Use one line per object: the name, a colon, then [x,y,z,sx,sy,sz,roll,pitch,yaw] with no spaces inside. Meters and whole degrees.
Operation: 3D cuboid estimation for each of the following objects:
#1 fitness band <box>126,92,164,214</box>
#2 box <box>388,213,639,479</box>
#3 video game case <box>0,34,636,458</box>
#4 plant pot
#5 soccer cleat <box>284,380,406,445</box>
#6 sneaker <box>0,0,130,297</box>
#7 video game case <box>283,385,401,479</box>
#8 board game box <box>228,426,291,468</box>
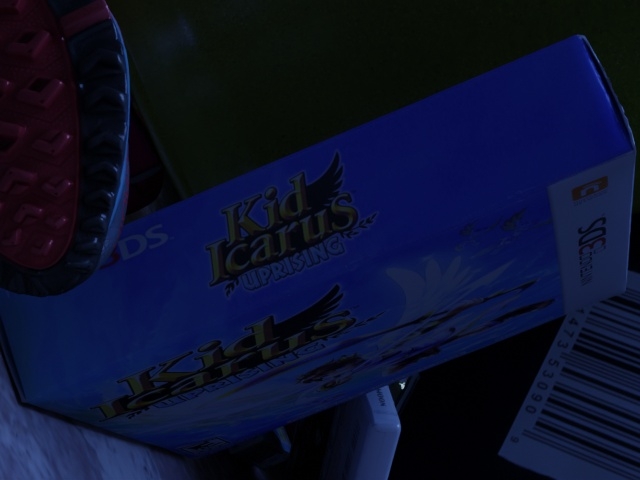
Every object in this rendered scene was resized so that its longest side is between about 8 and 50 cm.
fitness band: [-0.166,-0.146,0.838,0.209,0.054,0.291,-110,175,-48]
box: [0.279,0.194,1.109,0.297,0.480,0.472,20,-19,28]
video game case: [0.016,0.023,0.655,0.244,0.269,0.061,53,16,-70]
plant pot: [0.061,-0.134,0.852,0.366,0.353,0.367,155,-90,-90]
soccer cleat: [0.040,0.147,1.144,0.116,0.143,0.331,-110,174,-50]
sneaker: [-0.134,-0.090,0.578,0.125,0.104,0.262,61,6,-70]
video game case: [0.007,0.148,0.855,0.173,0.022,0.190,-107,-154,-63]
board game box: [-0.067,0.082,0.962,0.103,0.026,0.154,54,13,-71]
